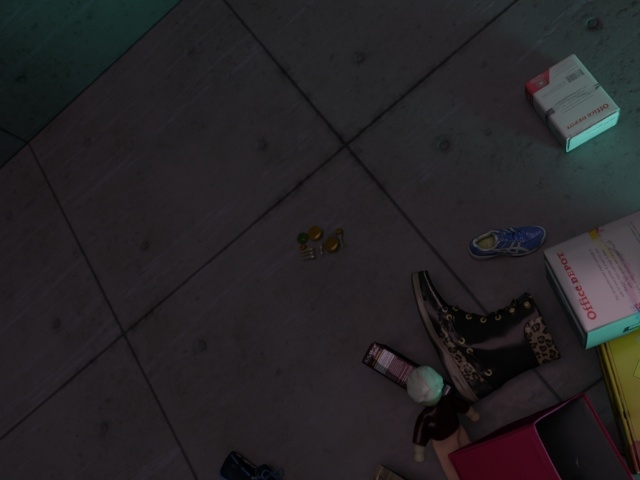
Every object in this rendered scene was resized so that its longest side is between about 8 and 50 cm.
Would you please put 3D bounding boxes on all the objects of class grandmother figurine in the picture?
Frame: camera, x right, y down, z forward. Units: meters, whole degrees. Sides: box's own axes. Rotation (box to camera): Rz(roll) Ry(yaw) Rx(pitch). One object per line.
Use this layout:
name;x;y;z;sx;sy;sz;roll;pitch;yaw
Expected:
grandmother figurine;0.300;0.465;1.441;0.104;0.207;0.343;-6;111;54

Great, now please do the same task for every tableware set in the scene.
tableware set;0.000;0.000;1.845;0.154;0.024;0.104;-18;66;17

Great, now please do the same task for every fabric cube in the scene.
fabric cube;0.498;0.530;1.315;0.258;0.259;0.254;-42;64;42

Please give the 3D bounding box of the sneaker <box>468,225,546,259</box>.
sneaker;0.512;0.005;1.610;0.211;0.081;0.080;-16;68;15

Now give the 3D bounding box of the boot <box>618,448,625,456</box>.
boot;0.779;0.481;1.398;0.118;0.042;0.087;7;71;22

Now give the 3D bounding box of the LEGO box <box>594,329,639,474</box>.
LEGO box;0.835;0.248;1.331;0.372;0.193;0.501;-13;65;18

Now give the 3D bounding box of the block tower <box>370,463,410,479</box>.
block tower;0.272;0.683;1.452;0.335;0.097;0.091;20;74;42

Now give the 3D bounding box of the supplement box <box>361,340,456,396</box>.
supplement box;0.241;0.365;1.587;0.239;0.130;0.073;29;88;26

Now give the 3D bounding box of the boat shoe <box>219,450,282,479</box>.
boat shoe;-0.179;0.681;1.676;0.258;0.109;0.089;16;78;22

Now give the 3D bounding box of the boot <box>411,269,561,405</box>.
boot;0.427;0.211;1.553;0.284;0.138;0.378;-27;71;13

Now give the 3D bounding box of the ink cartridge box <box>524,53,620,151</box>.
ink cartridge box;0.701;-0.383;1.640;0.158;0.092;0.218;-31;65;11

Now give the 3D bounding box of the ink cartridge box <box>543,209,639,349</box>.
ink cartridge box;0.647;0.080;1.249;0.269;0.197;0.198;-24;63;12
